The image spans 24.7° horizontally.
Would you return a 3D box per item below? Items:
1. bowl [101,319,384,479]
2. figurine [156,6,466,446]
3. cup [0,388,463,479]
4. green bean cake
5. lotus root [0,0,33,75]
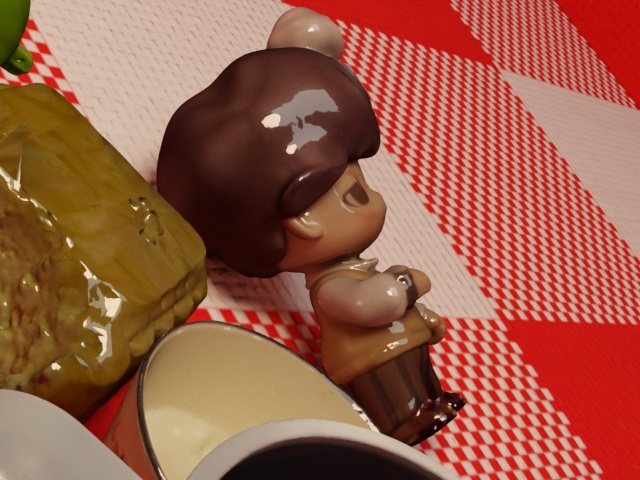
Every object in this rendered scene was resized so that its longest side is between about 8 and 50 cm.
[{"bbox_3d":[-0.057,0.180,0.972,0.237,0.126,0.238,34,28,-21],"label":"bowl"},{"bbox_3d":[0.017,-0.007,1.257,0.365,0.206,0.218,48,25,7],"label":"figurine"},{"bbox_3d":[-0.079,0.253,0.609,0.331,0.311,0.257,27,35,-31],"label":"cup"},{"bbox_3d":[-0.208,0.007,1.010,0.236,0.124,0.233,46,26,1],"label":"green bean cake"},{"bbox_3d":[-0.273,-0.171,1.041,0.186,0.186,0.186,34,28,-21],"label":"lotus root"}]
